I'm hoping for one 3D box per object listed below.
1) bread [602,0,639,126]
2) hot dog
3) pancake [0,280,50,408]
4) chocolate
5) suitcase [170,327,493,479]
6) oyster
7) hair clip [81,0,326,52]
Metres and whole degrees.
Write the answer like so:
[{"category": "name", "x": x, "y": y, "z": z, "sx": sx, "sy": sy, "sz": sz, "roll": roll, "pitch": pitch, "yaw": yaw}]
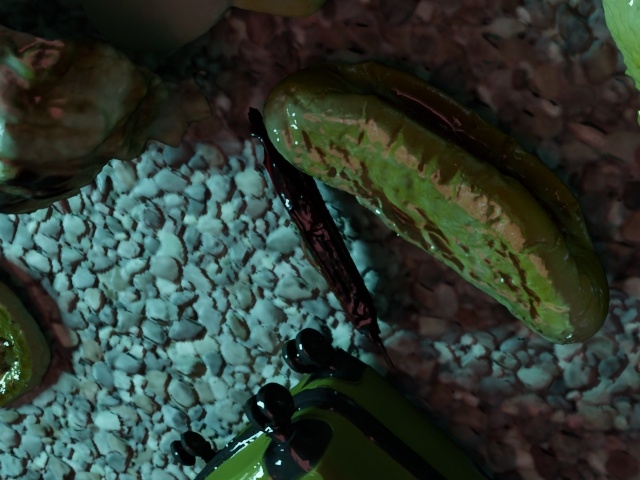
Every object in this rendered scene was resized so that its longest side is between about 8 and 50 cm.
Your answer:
[{"category": "bread", "x": 0.264, "y": -0.077, "z": 0.680, "sx": 0.262, "sy": 0.162, "sz": 0.204, "roll": -9, "pitch": 127, "yaw": 42}, {"category": "hot dog", "x": 0.080, "y": -0.034, "z": 0.826, "sx": 0.242, "sy": 0.084, "sz": 0.073, "roll": 36, "pitch": 125, "yaw": 1}, {"category": "pancake", "x": -0.283, "y": 0.073, "z": 1.077, "sx": 0.158, "sy": 0.028, "sz": 0.158, "roll": 12, "pitch": 125, "yaw": 17}, {"category": "chocolate", "x": 0.000, "y": 0.000, "z": 0.883, "sx": 0.028, "sy": 0.086, "sz": 0.182, "roll": -26, "pitch": 112, "yaw": 2}, {"category": "suitcase", "x": 0.007, "y": 0.207, "z": 0.962, "sx": 0.235, "sy": 0.143, "sz": 0.194, "roll": 43, "pitch": 126, "yaw": -6}, {"category": "oyster", "x": -0.236, "y": -0.096, "z": 0.885, "sx": 0.337, "sy": 0.133, "sz": 0.198, "roll": 9, "pitch": 156, "yaw": 40}, {"category": "hair clip", "x": -0.065, "y": -0.183, "z": 0.814, "sx": 0.159, "sy": 0.071, "sz": 0.218, "roll": 40, "pitch": 130, "yaw": -7}]
